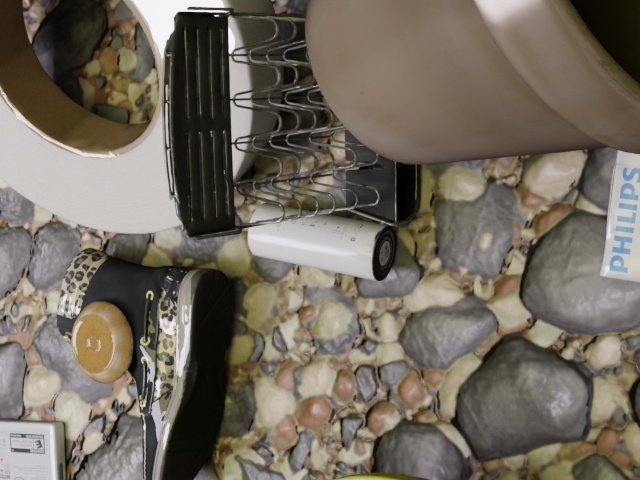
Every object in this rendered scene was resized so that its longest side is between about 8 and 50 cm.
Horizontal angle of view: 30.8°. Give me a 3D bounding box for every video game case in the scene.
[{"bbox_3d":[-0.369,0.290,1.325,0.191,0.022,0.173,-2,91,26],"label":"video game case"}]

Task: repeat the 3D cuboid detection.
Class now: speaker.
[{"bbox_3d":[0.000,0.000,1.111,0.136,0.055,0.055,11,97,25],"label":"speaker"}]

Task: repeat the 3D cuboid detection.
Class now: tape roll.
[{"bbox_3d":[-0.222,-0.188,1.109,0.392,0.072,0.392,14,127,20],"label":"tape roll"}]

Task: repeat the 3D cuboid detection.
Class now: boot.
[{"bbox_3d":[-0.189,0.128,1.199,0.179,0.085,0.236,13,98,30],"label":"boot"}]

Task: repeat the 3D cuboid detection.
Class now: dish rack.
[{"bbox_3d":[-0.021,-0.105,0.999,0.074,0.272,0.208,4,100,40],"label":"dish rack"}]

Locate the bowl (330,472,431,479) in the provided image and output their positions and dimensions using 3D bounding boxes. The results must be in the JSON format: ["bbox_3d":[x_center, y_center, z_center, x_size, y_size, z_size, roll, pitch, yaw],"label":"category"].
[{"bbox_3d":[0.083,0.336,1.027,0.290,0.156,0.289,1,92,26],"label":"bowl"}]

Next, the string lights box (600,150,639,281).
[{"bbox_3d":[0.364,-0.018,0.917,0.260,0.077,0.133,9,96,26],"label":"string lights box"}]

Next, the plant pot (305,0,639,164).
[{"bbox_3d":[0.143,-0.192,0.898,0.280,0.323,0.323,-22,82,46],"label":"plant pot"}]

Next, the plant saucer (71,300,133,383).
[{"bbox_3d":[-0.223,0.102,1.162,0.083,0.015,0.083,2,93,34],"label":"plant saucer"}]
